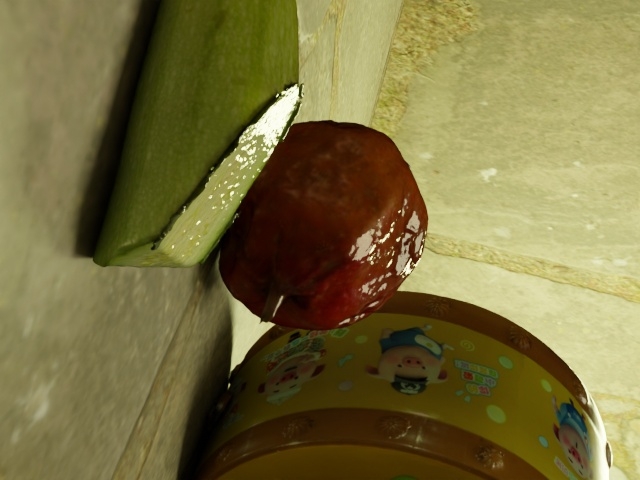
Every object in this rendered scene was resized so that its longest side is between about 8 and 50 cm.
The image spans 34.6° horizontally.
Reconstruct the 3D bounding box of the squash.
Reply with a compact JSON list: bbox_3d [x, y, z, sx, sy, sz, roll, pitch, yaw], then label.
[{"bbox_3d":[-0.044,-0.078,0.465,0.090,0.075,0.200,3,102,-59],"label":"squash"}]

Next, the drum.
[{"bbox_3d":[0.074,0.272,1.023,0.214,0.431,0.431,-71,174,-53],"label":"drum"}]

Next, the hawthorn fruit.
[{"bbox_3d":[0.005,-0.010,0.805,0.179,0.173,0.174,-47,152,-83],"label":"hawthorn fruit"}]
